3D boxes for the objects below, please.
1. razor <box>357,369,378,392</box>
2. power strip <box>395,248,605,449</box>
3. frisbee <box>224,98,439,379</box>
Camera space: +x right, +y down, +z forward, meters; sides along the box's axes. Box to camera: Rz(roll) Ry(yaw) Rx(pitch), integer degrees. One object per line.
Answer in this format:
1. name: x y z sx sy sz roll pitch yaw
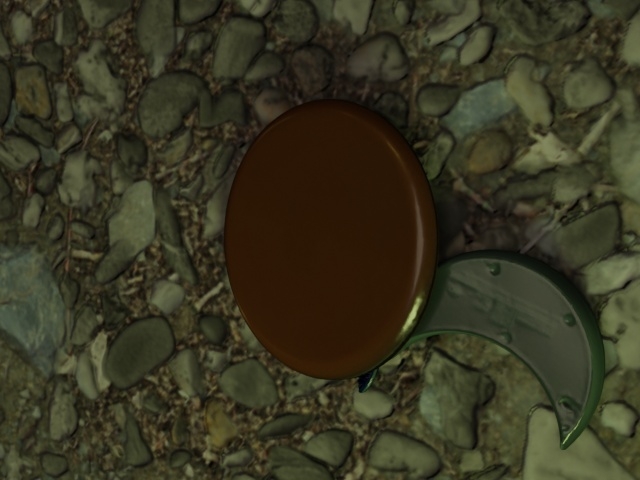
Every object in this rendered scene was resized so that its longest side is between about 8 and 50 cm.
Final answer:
1. razor: 0.051 0.061 1.066 0.028 0.044 0.155 4 96 -1
2. power strip: 0.143 0.072 1.010 0.216 0.044 0.137 28 105 22
3. frisbee: 0.000 0.000 1.062 0.250 0.021 0.251 1 91 43
